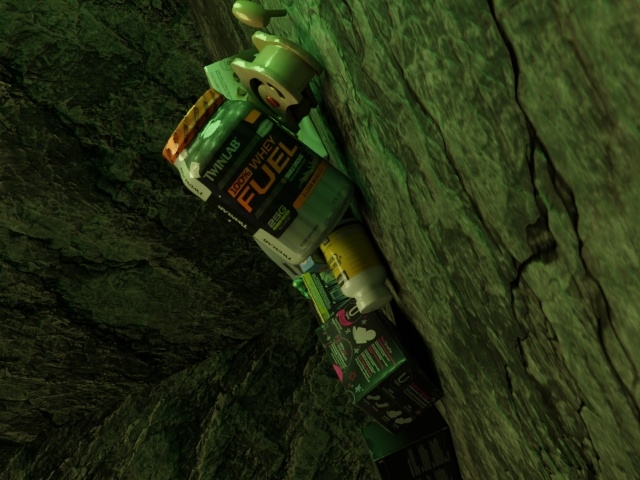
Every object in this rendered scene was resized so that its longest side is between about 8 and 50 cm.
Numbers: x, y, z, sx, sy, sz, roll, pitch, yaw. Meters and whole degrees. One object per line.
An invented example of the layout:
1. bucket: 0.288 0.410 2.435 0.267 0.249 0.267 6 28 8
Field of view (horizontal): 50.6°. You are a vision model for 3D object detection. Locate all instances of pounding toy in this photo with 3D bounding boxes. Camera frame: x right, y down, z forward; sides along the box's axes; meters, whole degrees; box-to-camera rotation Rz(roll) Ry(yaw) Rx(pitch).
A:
1. pounding toy: -0.049 -0.315 1.201 0.154 0.155 0.269 32 170 21

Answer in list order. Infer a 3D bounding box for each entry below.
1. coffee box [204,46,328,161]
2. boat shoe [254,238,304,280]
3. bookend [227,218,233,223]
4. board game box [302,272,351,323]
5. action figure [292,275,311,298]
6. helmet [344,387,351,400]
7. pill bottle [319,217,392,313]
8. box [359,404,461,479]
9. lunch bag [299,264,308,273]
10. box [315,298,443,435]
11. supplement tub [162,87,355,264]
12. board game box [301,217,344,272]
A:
1. coffee box: -0.120 -0.269 1.507 0.119 0.168 0.297 104 142 -80
2. boat shoe: -0.076 0.013 2.229 0.367 0.156 0.136 47 153 -24
3. bookend: -0.177 -0.115 1.978 0.156 0.157 0.072 7 128 33
4. board game box: 0.049 0.140 1.761 0.048 0.141 0.170 93 153 -76
5. action figure: 0.011 0.134 1.873 0.232 0.063 0.137 13 -144 -46
6. helmet: 0.141 0.384 1.826 0.161 0.169 0.169 29 146 50
7. pill bottle: 0.075 0.053 1.397 0.103 0.103 0.184 82 162 -69
8. box: 0.217 0.515 1.600 0.103 0.184 0.261 -123 11 -50
9. lunch bag: -0.050 -0.051 2.001 0.224 0.108 0.279 -113 5 -47
10. box: 0.123 0.257 1.444 0.163 0.142 0.247 44 -172 -35
11. supplement tub: -0.119 -0.126 1.305 0.338 0.207 0.207 36 177 -8
12. board game box: 0.008 -0.002 1.513 0.211 0.039 0.160 5 -129 -52
